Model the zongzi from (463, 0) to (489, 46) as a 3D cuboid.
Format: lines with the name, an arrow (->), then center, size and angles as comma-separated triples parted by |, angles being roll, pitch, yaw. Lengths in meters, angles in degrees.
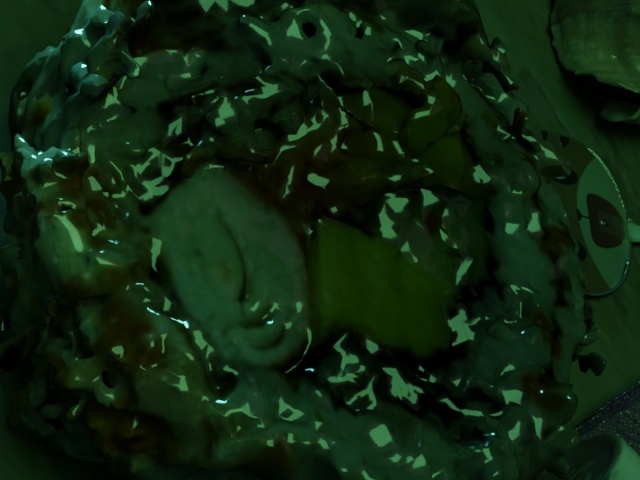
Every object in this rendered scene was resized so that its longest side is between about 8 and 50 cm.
zongzi -> 0.116, -0.141, 1.049 | 0.104, 0.052, 0.113 | 57, 36, -6

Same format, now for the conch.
conch -> 0.335, -0.229, 1.167 | 0.263, 0.186, 0.324 | 42, 46, 15

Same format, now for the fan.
fan -> 0.223, -0.015, 1.075 | 0.227, 0.008, 0.152 | 15, 58, -26

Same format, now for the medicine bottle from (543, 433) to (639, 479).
medicine bottle -> 0.214, 0.253, 0.835 | 0.254, 0.152, 0.152 | 51, 49, -1

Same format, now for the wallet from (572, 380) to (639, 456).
wallet -> 0.233, 0.163, 0.973 | 0.166, 0.030, 0.111 | -25, 82, -39

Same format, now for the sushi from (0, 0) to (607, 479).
sushi -> 0.003, 0.004, 0.805 | 0.418, 0.176, 0.417 | 16, 58, -27
